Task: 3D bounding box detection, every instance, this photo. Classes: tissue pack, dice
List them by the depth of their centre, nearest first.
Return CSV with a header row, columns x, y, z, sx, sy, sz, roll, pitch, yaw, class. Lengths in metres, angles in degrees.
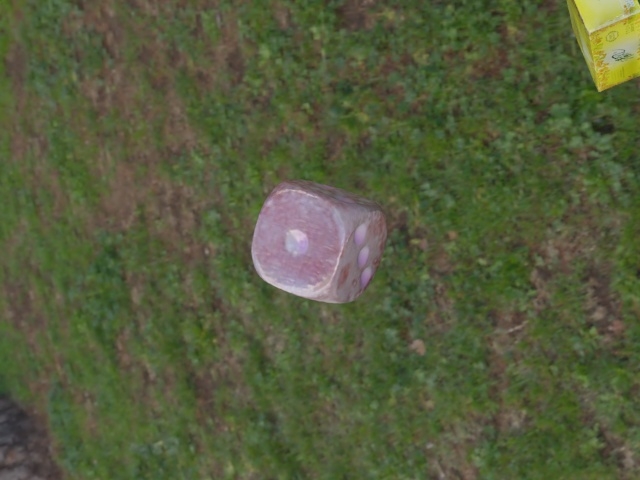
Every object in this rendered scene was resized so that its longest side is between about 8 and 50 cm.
x,y,z,sx,sy,sz,roll,pitch,yaw,class
0.000,0.000,0.837,0.094,0.091,0.093,22,102,24,dice
0.320,-0.248,1.055,0.062,0.176,0.095,-21,72,16,tissue pack
